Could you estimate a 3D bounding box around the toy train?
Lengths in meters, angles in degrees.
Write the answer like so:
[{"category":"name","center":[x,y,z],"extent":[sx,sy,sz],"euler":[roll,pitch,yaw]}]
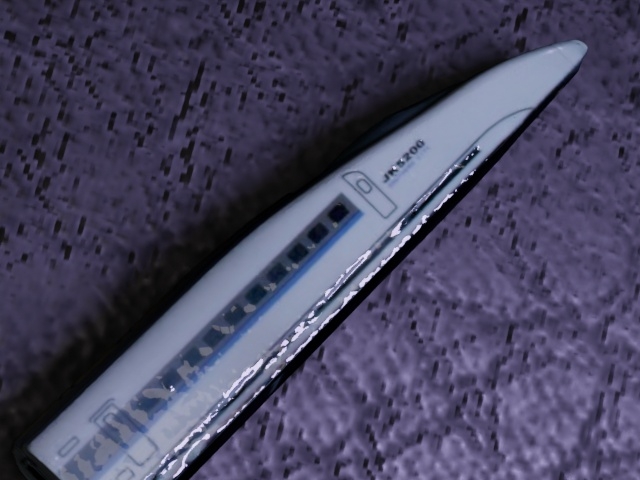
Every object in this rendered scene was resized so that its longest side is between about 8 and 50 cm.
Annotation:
[{"category":"toy train","center":[0.001,0.000,0.598],"extent":[0.048,0.055,0.252],"euler":[44,68,4]}]
